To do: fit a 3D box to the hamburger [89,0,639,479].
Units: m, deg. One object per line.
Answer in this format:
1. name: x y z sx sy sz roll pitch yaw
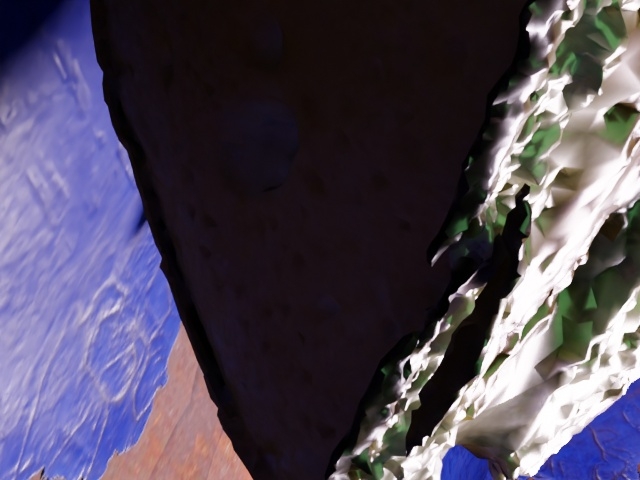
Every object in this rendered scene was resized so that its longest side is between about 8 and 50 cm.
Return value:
1. hamburger: 0.064 -0.132 0.703 0.268 0.287 0.445 -17 139 -41
